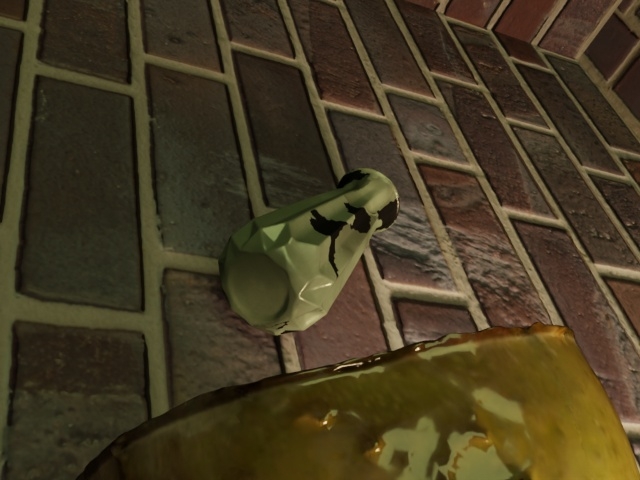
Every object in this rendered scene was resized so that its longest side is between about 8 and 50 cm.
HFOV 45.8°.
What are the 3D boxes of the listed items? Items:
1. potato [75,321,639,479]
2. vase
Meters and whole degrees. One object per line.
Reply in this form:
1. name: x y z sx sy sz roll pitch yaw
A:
1. potato: 0.041 0.277 0.588 0.386 0.442 0.319 8 55 -45
2. vase: 0.000 0.000 1.106 0.165 0.165 0.360 38 33 9
